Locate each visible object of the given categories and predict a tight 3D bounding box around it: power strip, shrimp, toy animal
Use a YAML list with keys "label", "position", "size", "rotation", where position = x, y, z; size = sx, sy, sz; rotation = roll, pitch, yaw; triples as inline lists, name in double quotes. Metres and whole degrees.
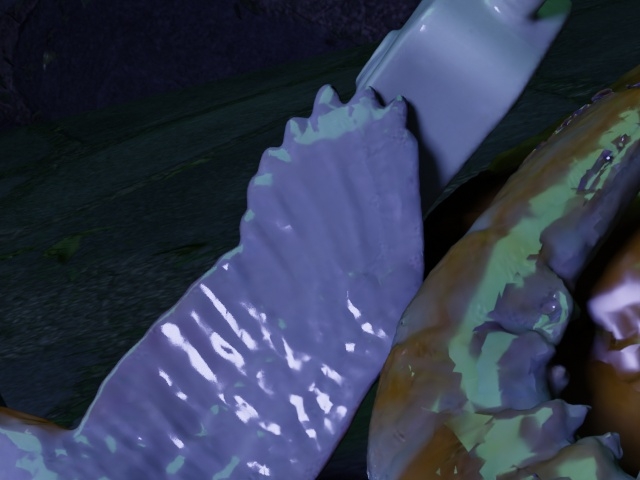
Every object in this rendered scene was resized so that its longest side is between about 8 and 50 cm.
- label: "power strip"
  position: [0.000, 0.000, 0.945]
  size: [0.385, 0.062, 0.091]
  rotation: [-53, 2, 42]
- label: "shrimp"
  position: [0.105, 0.062, 0.727]
  size: [0.185, 0.068, 0.287]
  rotation: [-19, 45, 9]
- label: "toy animal"
  position: [-0.111, 0.077, 0.783]
  size: [0.284, 0.225, 0.302]
  rotation: [13, 42, -10]

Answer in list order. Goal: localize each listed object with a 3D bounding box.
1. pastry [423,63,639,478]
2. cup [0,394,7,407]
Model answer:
- label: "pastry"
  position: [0.198, 0.007, 0.895]
  size: [0.311, 0.162, 0.255]
  rotation: [-29, 24, -7]
- label: "cup"
  position: [-0.164, 0.138, 0.908]
  size: [0.095, 0.129, 0.128]
  rotation: [-27, 15, -4]
